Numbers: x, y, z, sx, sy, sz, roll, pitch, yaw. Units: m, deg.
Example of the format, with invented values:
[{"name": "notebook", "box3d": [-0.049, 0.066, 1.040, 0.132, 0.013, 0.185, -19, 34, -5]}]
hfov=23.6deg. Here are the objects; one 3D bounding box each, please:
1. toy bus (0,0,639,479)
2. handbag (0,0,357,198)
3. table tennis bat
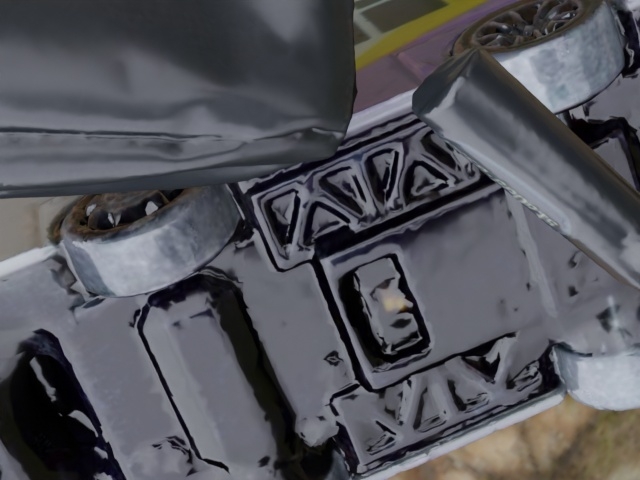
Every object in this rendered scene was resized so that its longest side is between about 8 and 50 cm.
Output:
[{"name": "toy bus", "box3d": [0.000, 0.000, 0.834, 0.249, 0.439, 0.209, -121, 7, -66]}, {"name": "handbag", "box3d": [-0.125, -0.159, 0.618, 0.178, 0.275, 0.302, 160, 107, -66]}, {"name": "table tennis bat", "box3d": [0.122, 0.022, 0.465, 0.236, 0.027, 0.150, 38, -176, -18]}]
